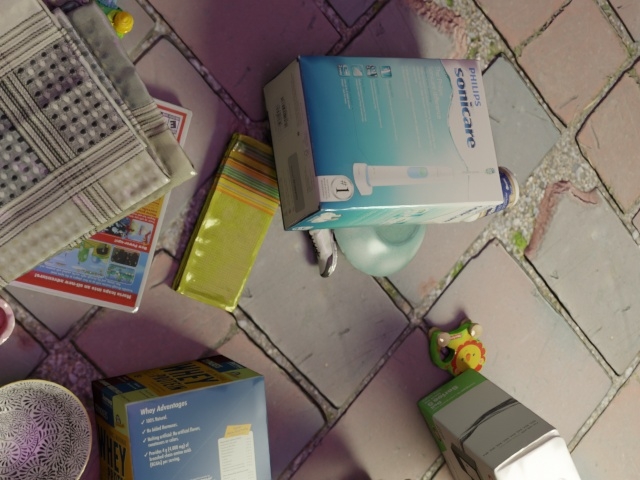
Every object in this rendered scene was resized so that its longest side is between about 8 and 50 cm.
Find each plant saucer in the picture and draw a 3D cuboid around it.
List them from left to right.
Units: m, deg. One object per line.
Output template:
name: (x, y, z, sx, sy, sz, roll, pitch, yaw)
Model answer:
plant saucer: (0.100, -0.043, 1.755, 0.195, 0.037, 0.195, 0, 89, -39)

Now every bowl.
bowl: (-0.385, 0.252, 1.516, 0.170, 0.080, 0.170, -4, 98, -29)

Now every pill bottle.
pill bottle: (0.241, -0.067, 1.835, 0.120, 0.067, 0.067, -20, 106, -26)

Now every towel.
towel: (-0.356, -0.128, 1.425, 0.324, 0.056, 0.312, -31, 107, 2)
towel: (-0.118, -0.023, 1.653, 0.102, 0.021, 0.237, 22, 89, -24)

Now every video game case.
video game case: (-0.297, -0.063, 1.557, 0.204, 0.025, 0.285, 16, 88, -30)

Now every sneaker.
sneaker: (0.000, 0.000, 1.728, 0.044, 0.040, 0.109, -1, 90, -22)

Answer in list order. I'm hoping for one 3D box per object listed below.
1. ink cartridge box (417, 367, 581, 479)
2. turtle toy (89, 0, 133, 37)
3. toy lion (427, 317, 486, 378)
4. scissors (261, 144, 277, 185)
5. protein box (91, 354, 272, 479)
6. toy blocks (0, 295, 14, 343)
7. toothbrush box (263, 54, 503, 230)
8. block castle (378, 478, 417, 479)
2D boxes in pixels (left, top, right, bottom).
ink cartridge box: (0.278, 0.337, 1.781, 0.115, 0.273, 0.198, -30, 110, -10)
turtle toy: (-0.299, -0.269, 1.499, 0.130, 0.095, 0.066, -21, 85, -26)
toy lion: (0.218, 0.177, 1.877, 0.100, 0.034, 0.096, -11, 109, -28)
scissors: (0.028, -0.174, 1.727, 0.109, 0.021, 0.297, 46, 75, -24)
protein box: (-0.184, 0.280, 1.600, 0.200, 0.136, 0.201, -9, 101, -28)
toy blocks: (-0.527, 0.061, 1.281, 0.288, 0.260, 0.309, -34, 112, -7)
toothbrush box: (0.089, -0.135, 1.660, 0.295, 0.126, 0.216, -4, 79, -27)
block castle: (0.172, 0.535, 1.656, 0.213, 0.453, 0.303, -31, 112, -31)
